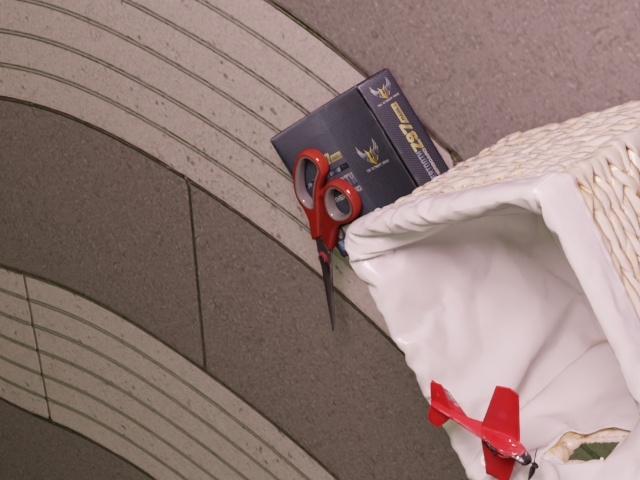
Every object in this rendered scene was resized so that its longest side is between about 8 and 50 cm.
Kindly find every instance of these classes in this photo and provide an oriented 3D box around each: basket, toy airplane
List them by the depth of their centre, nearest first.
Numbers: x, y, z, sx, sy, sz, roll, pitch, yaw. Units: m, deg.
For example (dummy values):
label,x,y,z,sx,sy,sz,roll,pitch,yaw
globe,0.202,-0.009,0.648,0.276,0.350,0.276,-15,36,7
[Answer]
label,x,y,z,sx,sy,sz,roll,pitch,yaw
toy airplane,0.160,0.187,1.620,0.151,0.028,0.151,35,145,29
basket,0.262,0.049,1.636,0.328,0.266,0.331,-12,109,56

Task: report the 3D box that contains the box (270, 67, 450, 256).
label,x,y,z,sx,sy,sz,roll,pitch,yaw
box,0.053,-0.091,1.974,0.183,0.059,0.233,59,148,-4

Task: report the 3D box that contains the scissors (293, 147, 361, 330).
label,x,y,z,sx,sy,sz,roll,pitch,yaw
scissors,0.000,0.000,2.062,0.109,0.021,0.297,38,148,22
